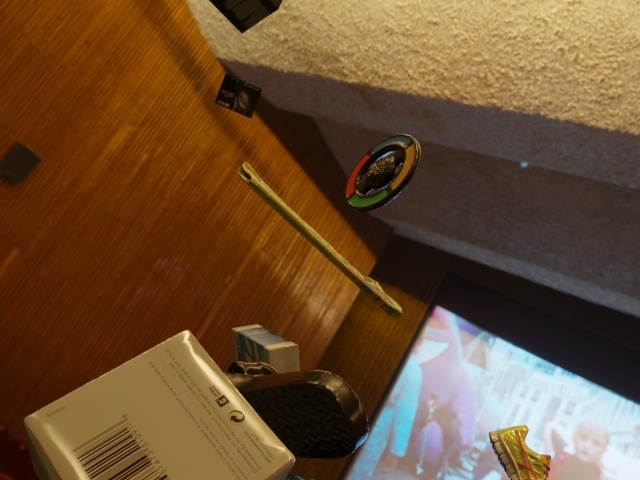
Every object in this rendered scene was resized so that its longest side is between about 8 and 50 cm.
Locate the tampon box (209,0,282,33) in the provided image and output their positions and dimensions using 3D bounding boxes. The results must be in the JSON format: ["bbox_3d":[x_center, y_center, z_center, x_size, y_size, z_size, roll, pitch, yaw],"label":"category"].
[{"bbox_3d":[-0.142,-0.469,1.071,0.101,0.120,0.161,-16,-45,41],"label":"tampon box"}]

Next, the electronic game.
[{"bbox_3d":[0.151,-0.168,1.537,0.048,0.229,0.229,38,-16,-32],"label":"electronic game"}]

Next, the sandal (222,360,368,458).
[{"bbox_3d":[-0.088,0.273,1.033,0.446,0.107,0.167,-8,-74,42],"label":"sandal"}]

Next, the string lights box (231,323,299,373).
[{"bbox_3d":[-0.136,0.296,1.516,0.077,0.133,0.260,-6,6,-27],"label":"string lights box"}]

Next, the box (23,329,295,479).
[{"bbox_3d":[-0.156,0.219,0.606,0.181,0.182,0.119,44,-40,23],"label":"box"}]

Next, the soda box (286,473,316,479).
[{"bbox_3d":[-0.047,0.444,0.874,0.067,0.210,0.071,25,-30,-19],"label":"soda box"}]

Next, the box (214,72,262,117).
[{"bbox_3d":[-0.173,-0.304,1.307,0.083,0.067,0.018,22,5,-17],"label":"box"}]

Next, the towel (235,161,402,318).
[{"bbox_3d":[0.000,0.000,0.711,0.237,0.021,0.102,43,-1,-21],"label":"towel"}]

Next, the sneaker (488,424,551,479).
[{"bbox_3d":[0.409,0.449,1.191,0.081,0.094,0.208,62,3,-65],"label":"sneaker"}]
